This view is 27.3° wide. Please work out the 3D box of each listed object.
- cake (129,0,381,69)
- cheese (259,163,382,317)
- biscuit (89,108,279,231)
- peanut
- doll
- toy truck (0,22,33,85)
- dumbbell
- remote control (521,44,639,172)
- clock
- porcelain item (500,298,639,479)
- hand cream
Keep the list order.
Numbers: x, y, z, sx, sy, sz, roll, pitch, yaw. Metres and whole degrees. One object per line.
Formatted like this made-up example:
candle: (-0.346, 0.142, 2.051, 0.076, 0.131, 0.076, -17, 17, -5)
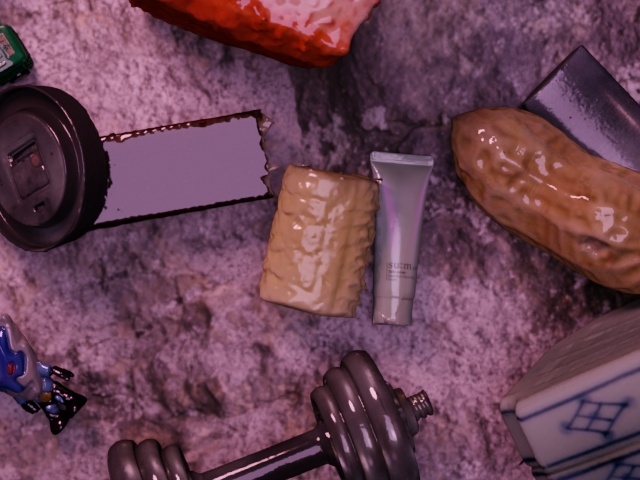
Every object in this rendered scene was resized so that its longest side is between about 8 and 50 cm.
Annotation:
cake: (-0.045, -0.360, 1.411, 0.270, 0.269, 0.320, 23, 91, -9)
cheese: (0.000, 0.000, 1.518, 0.123, 0.094, 0.167, 10, 95, -18)
biscuit: (-0.171, -0.080, 1.501, 0.252, 0.070, 0.106, -11, 94, -7)
peanut: (0.286, -0.048, 1.518, 0.325, 0.153, 0.140, 31, 98, 2)
doll: (-0.353, 0.138, 1.487, 0.195, 0.070, 0.096, 42, 117, -10)
toy truck: (-0.395, -0.185, 1.463, 0.147, 0.079, 0.065, -32, 95, -8)
dumbbell: (-0.064, 0.255, 1.474, 0.406, 0.179, 0.179, -21, 95, -7)
remote control: (0.408, -0.066, 1.595, 0.377, 0.044, 0.107, 45, 92, -7)
clock: (-0.307, -0.080, 1.442, 0.040, 0.184, 0.185, -13, 95, -51)
porcelain item: (0.364, 0.166, 1.457, 0.285, 0.281, 0.157, -29, 92, 34)
hand cream: (0.091, -0.001, 1.553, 0.078, 0.050, 0.205, 4, 87, -8)
